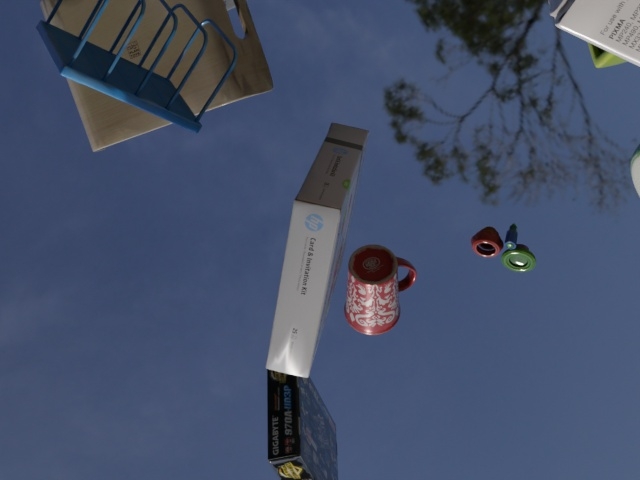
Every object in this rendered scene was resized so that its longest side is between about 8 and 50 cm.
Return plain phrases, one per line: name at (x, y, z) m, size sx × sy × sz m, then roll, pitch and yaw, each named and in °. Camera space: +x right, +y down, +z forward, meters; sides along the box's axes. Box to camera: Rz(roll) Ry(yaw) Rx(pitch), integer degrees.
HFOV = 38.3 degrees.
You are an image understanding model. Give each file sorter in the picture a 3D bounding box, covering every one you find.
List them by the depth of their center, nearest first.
file sorter at (-0.193, -0.212, 0.987) m, size 0.170 × 0.104 × 0.118 m, roll 20°, pitch -158°, yaw -40°

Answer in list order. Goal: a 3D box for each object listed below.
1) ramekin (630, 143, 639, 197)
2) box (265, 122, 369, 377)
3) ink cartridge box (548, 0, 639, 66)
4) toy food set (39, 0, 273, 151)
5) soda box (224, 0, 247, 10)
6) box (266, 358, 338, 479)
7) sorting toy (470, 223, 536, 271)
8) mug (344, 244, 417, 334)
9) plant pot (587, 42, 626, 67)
ramekin at (0.532, -0.069, 1.126) m, size 0.148 × 0.303 × 0.303 m, roll -47°, pitch -72°, yaw -7°
box at (0.000, 0.000, 0.752) m, size 0.038 × 0.145 × 0.186 m, roll 13°, pitch -155°, yaw 5°
ink cartridge box at (0.290, -0.177, 0.657) m, size 0.237 × 0.100 × 0.172 m, roll 24°, pitch -143°, yaw -5°
toy food set at (-0.228, -0.264, 1.252) m, size 0.092 × 0.306 × 0.219 m, roll -30°, pitch -76°, yaw -62°
soda box at (-0.190, -0.575, 1.714) m, size 0.091 × 0.286 × 0.098 m, roll 30°, pitch -136°, yaw 24°
box at (-0.024, 0.302, 1.386) m, size 0.220 × 0.051 × 0.175 m, roll 66°, pitch -165°, yaw -46°
sorting toy at (0.275, 0.004, 1.365) m, size 0.102 × 0.061 × 0.042 m, roll 22°, pitch -127°, yaw -3°
mug at (0.108, 0.078, 1.774) m, size 0.113 × 0.169 × 0.150 m, roll 23°, pitch -120°, yaw 18°
plant pot at (0.560, -0.436, 1.511) m, size 0.207 × 0.227 × 0.228 m, roll -8°, pitch -102°, yaw -9°
